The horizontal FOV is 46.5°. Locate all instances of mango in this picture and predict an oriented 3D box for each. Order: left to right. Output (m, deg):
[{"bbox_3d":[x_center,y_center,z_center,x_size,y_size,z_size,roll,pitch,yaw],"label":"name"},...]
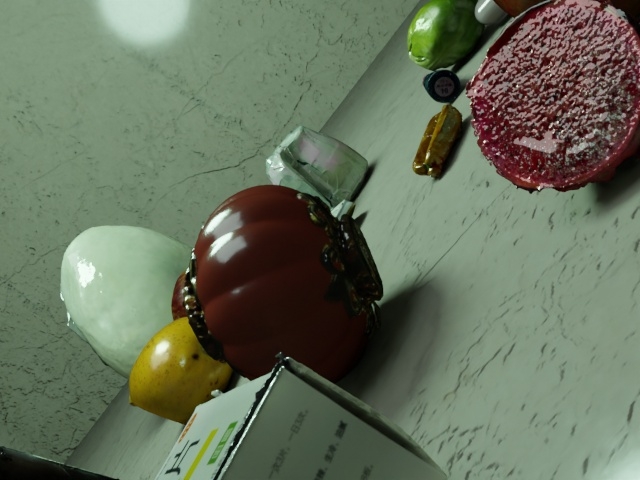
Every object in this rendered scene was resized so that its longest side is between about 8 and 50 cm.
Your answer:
[{"bbox_3d":[-0.244,0.234,1.340,0.190,0.160,0.290,-64,3,-19],"label":"mango"}]

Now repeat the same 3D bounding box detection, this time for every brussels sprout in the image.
[{"bbox_3d":[0.225,-0.372,1.335,0.155,0.118,0.155,-48,-13,-15],"label":"brussels sprout"}]

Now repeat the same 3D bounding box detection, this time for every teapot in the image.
[{"bbox_3d":[-0.027,-0.115,1.432,0.163,0.178,0.221,-44,15,47],"label":"teapot"}]

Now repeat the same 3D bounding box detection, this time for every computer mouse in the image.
[{"bbox_3d":[0.002,0.001,1.284,0.199,0.045,0.102,-41,15,53],"label":"computer mouse"}]

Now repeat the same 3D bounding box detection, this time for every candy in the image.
[{"bbox_3d":[-0.401,0.120,1.738,0.386,0.427,0.186,-43,-11,-53],"label":"candy"}]

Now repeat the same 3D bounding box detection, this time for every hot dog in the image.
[{"bbox_3d":[0.164,-0.135,1.025,0.062,0.038,0.144,-40,19,45],"label":"hot dog"}]

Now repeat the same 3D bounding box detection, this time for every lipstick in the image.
[{"bbox_3d":[0.207,-0.276,1.309,0.053,0.053,0.234,-51,5,14],"label":"lipstick"}]

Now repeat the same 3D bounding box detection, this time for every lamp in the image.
[{"bbox_3d":[-0.044,0.054,0.789,0.227,0.227,0.227,-51,10,13],"label":"lamp"}]

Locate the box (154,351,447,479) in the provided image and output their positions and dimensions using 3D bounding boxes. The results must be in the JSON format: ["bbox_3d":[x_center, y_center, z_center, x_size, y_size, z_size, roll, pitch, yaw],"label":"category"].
[{"bbox_3d":[-0.070,0.249,0.462,0.173,0.145,0.332,-36,20,55],"label":"box"}]

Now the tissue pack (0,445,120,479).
[{"bbox_3d":[-0.372,0.428,0.824,0.198,0.210,0.369,-46,27,48],"label":"tissue pack"}]

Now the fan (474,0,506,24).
[{"bbox_3d":[0.334,-0.443,1.190,0.244,0.074,0.130,-45,13,42],"label":"fan"}]

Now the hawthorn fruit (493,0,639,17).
[{"bbox_3d":[0.249,-0.294,0.747,0.208,0.208,0.248,-54,-8,-4],"label":"hawthorn fruit"}]

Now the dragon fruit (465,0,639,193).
[{"bbox_3d":[0.210,-0.111,0.588,0.111,0.153,0.153,-1,-37,-48],"label":"dragon fruit"}]

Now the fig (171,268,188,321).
[{"bbox_3d":[-0.202,0.131,1.550,0.175,0.207,0.174,-3,-90,-83],"label":"fig"}]
